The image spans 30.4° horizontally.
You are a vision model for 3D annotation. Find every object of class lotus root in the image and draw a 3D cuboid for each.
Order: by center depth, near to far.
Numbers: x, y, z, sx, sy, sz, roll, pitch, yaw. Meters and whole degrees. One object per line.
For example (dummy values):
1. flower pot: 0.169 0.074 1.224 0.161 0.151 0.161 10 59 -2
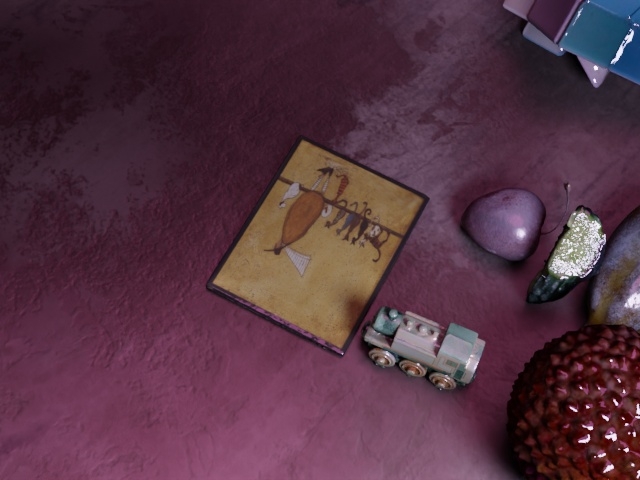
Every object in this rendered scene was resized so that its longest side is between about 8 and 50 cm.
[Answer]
1. lotus root: 0.523 0.058 1.917 0.158 0.140 0.322 37 68 13

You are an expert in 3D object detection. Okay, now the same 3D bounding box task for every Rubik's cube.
1. Rubik's cube: 0.557 -0.447 2.084 0.387 0.358 0.368 22 21 -21

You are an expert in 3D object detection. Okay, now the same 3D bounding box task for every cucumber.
1. cucumber: 0.393 0.040 1.884 0.085 0.193 0.115 27 63 -1

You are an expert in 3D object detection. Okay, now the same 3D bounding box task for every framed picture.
1. framed picture: 0.000 0.000 1.967 0.255 0.014 0.339 27 63 9

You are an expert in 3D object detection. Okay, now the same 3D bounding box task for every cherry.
1. cherry: 0.320 -0.051 1.981 0.148 0.115 0.188 -8 46 35

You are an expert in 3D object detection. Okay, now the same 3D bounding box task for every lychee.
1. lychee: 0.426 0.272 1.705 0.306 0.306 0.330 -28 30 -18

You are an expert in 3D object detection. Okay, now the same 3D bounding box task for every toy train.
1. toy train: 0.158 0.162 1.836 0.194 0.125 0.081 22 59 6
